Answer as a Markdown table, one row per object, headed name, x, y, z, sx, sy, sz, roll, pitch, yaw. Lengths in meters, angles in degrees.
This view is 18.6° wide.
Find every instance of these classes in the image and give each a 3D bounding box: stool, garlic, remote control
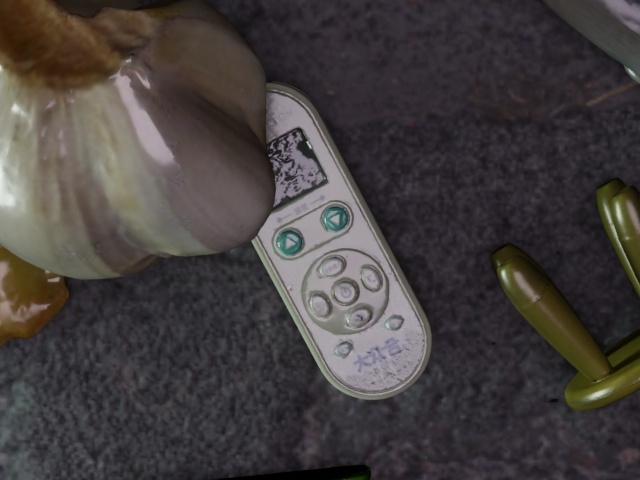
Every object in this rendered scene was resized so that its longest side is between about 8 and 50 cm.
| name | x | y | z | sx | sy | sz | roll | pitch | yaw |
| --- | --- | --- | --- | --- | --- | --- | --- | --- | --- |
| stool | 0.177 | 0.033 | 1.226 | 0.135 | 0.134 | 0.110 | -34 | 93 | -40 |
| garlic | -0.145 | -0.079 | 1.169 | 0.281 | 0.203 | 0.185 | 28 | 96 | 19 |
| remote control | 0.000 | 0.000 | 1.259 | 0.078 | 0.042 | 0.221 | -28 | 95 | 5 |

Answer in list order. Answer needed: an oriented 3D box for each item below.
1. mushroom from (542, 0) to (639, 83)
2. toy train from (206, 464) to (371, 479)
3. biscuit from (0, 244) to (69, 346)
| name | x | y | z | sx | sy | sz | roll | pitch | yaw |
| --- | --- | --- | --- | --- | --- | --- | --- | --- | --- |
| mushroom | 0.209 | -0.146 | 1.212 | 0.278 | 0.099 | 0.096 | 32 | 91 | 0 |
| toy train | -0.069 | 0.181 | 1.281 | 0.209 | 0.044 | 0.042 | -6 | 97 | 2 |
| biscuit | -0.273 | -0.031 | 1.257 | 0.260 | 0.041 | 0.203 | 41 | 96 | -6 |
